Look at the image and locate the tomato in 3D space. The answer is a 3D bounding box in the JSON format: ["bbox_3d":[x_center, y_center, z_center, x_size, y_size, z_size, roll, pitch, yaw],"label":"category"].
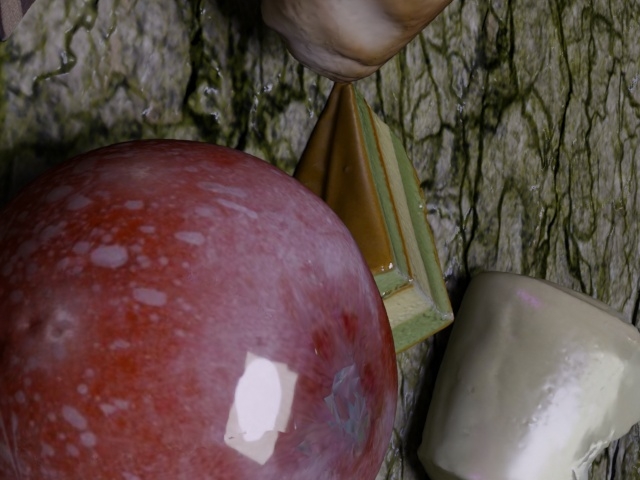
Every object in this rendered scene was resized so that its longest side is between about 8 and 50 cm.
[{"bbox_3d":[-0.075,0.080,0.815,0.270,0.227,0.270,-13,107,-53],"label":"tomato"}]

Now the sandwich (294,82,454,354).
[{"bbox_3d":[0.000,0.000,1.088,0.117,0.144,0.187,44,27,-51],"label":"sandwich"}]

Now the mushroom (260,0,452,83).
[{"bbox_3d":[0.064,-0.280,0.847,0.224,0.313,0.397,-62,148,-41],"label":"mushroom"}]

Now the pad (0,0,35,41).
[{"bbox_3d":[-0.135,-0.273,0.728,0.330,0.004,0.220,-71,150,-49],"label":"pad"}]

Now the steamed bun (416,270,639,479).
[{"bbox_3d":[0.190,0.152,1.265,0.200,0.170,0.226,40,68,-57],"label":"steamed bun"}]
